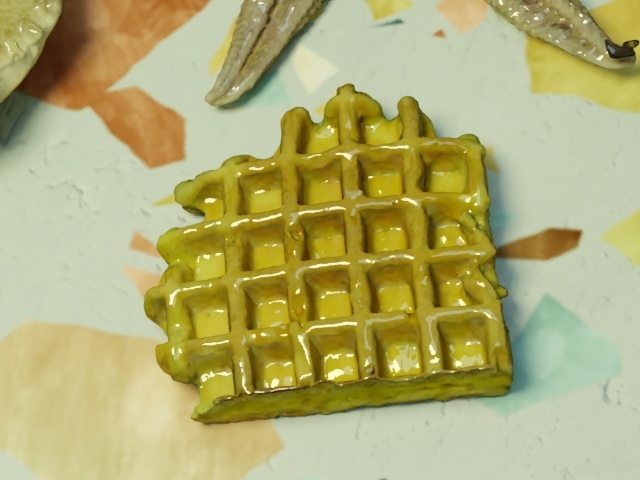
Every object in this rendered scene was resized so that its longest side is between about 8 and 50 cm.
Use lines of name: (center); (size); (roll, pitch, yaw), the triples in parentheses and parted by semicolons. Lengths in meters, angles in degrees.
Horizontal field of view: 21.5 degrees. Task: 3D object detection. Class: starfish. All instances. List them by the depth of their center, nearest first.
starfish: (0.069, -0.288, 1.167); (0.398, 0.132, 0.383); (0, 70, -7)

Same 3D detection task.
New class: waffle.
waffle: (0.000, 0.000, 1.073); (0.229, 0.057, 0.219); (-6, 63, 6)

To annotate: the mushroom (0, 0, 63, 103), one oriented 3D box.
mushroom: (-0.328, -0.200, 1.101); (0.208, 0.302, 0.233); (-16, 43, 37)
